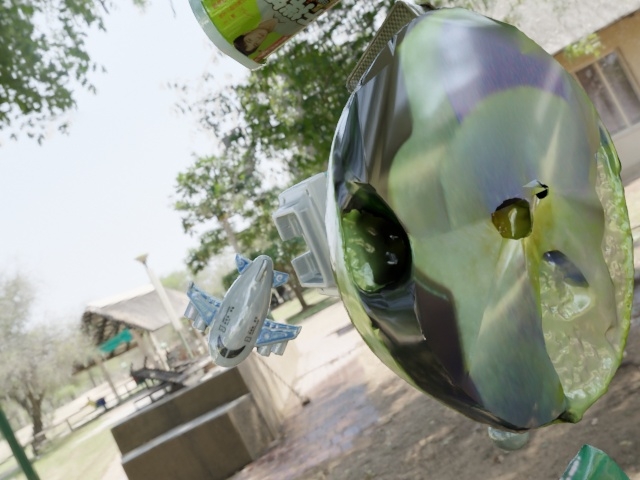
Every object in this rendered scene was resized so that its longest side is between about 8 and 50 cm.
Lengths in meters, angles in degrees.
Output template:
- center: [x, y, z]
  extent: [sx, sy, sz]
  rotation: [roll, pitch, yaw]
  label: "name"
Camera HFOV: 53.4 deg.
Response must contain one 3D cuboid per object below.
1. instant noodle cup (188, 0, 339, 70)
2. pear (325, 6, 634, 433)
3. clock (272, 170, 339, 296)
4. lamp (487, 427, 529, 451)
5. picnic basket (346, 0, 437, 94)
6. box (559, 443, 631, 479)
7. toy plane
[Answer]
- center: [-0.098, -0.566, 1.358]
  extent: [0.308, 0.294, 0.294]
  rotation: [-26, -3, 22]
  label: "instant noodle cup"
- center: [0.143, -0.010, 0.650]
  extent: [0.399, 0.398, 0.165]
  rotation: [-24, 2, -37]
  label: "pear"
- center: [0.000, 0.000, 1.347]
  extent: [0.116, 0.262, 0.231]
  rotation: [-25, 5, -14]
  label: "clock"
- center: [0.489, 0.495, 1.654]
  extent: [0.105, 0.105, 0.105]
  rotation: [-26, -3, -2]
  label: "lamp"
- center: [0.201, -0.395, 1.443]
  extent: [0.139, 0.165, 0.266]
  rotation: [-7, -37, -44]
  label: "picnic basket"
- center: [0.302, 0.404, 0.739]
  extent: [0.264, 0.337, 0.106]
  rotation: [-56, 30, -11]
  label: "box"
- center: [-0.169, 0.156, 1.403]
  extent: [0.267, 0.266, 0.122]
  rotation: [-26, 5, -2]
  label: "toy plane"
